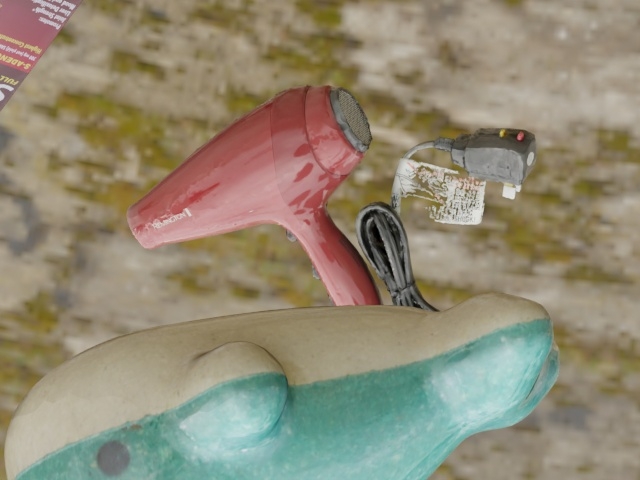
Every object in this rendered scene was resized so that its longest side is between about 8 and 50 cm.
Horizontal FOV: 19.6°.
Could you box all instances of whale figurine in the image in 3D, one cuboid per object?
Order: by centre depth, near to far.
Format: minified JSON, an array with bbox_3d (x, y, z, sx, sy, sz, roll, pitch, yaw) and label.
[{"bbox_3d":[-0.011,0.107,0.882,0.272,0.141,0.216,-15,162,4],"label":"whale figurine"}]

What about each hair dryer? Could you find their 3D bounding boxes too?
[{"bbox_3d":[0.000,0.000,1.328,0.293,0.223,0.080,14,-165,11],"label":"hair dryer"}]

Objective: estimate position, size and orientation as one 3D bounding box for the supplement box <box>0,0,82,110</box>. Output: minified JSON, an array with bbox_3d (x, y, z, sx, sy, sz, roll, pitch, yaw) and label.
[{"bbox_3d":[-0.298,-0.200,1.594,0.130,0.073,0.239,19,119,-44],"label":"supplement box"}]
